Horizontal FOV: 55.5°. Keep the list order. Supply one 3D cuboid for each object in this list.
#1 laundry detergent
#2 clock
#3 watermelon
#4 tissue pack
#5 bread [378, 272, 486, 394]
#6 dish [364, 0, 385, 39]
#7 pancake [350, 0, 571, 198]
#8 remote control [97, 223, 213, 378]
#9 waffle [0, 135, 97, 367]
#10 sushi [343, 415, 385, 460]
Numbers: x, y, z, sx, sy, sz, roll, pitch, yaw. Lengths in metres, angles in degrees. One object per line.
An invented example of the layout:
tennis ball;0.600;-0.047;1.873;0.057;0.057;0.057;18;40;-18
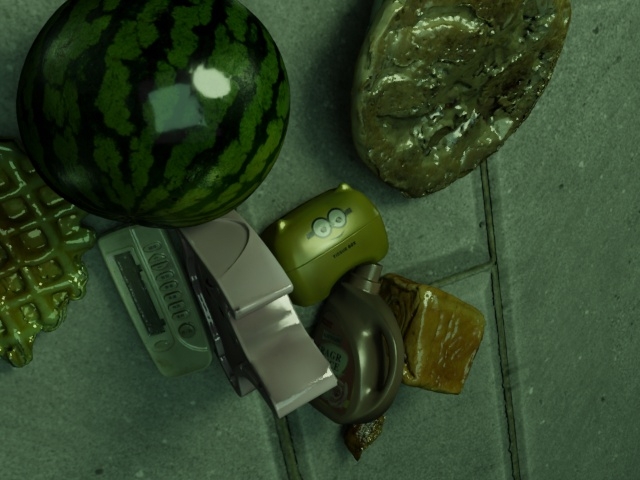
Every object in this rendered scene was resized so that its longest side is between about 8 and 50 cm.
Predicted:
laundry detergent;0.064;0.156;0.917;0.076;0.171;0.237;16;97;-42
clock;-0.081;0.118;0.769;0.080;0.290;0.276;-23;127;-19
watermelon;-0.175;-0.148;0.681;0.285;0.285;0.285;-6;104;-22
tissue pack;0.000;0.000;0.875;0.178;0.123;0.127;-32;104;-22
bread;0.157;0.146;0.975;0.143;0.149;0.158;16;89;-28
dish;0.137;-0.334;0.859;0.224;0.078;0.246;-21;136;-24
pancake;0.200;-0.237;0.871;0.386;0.082;0.387;-23;139;-21
remote control;-0.219;0.080;0.837;0.090;0.049;0.230;-17;110;2
waffle;-0.433;0.007;0.719;0.317;0.073;0.297;19;99;-33
sushi;0.078;0.310;1.020;0.060;0.061;0.118;26;99;0
